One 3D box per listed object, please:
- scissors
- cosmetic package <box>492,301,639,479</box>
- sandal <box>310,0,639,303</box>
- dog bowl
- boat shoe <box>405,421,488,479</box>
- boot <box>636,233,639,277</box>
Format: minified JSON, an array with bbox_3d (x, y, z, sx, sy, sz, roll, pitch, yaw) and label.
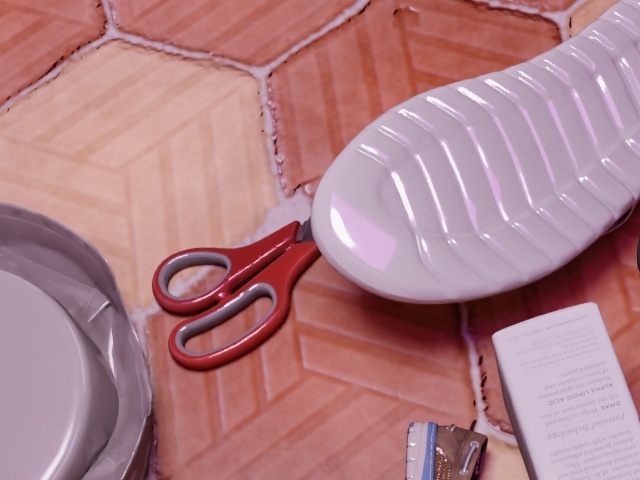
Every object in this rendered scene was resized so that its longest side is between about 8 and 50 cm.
[{"bbox_3d":[0.000,0.000,1.482,0.297,0.021,0.109,-29,57,-8],"label":"scissors"},{"bbox_3d":[0.191,0.172,1.286,0.085,0.117,0.231,-18,59,1],"label":"cosmetic package"},{"bbox_3d":[0.177,-0.061,1.444,0.416,0.102,0.169,-28,73,-21],"label":"sandal"},{"bbox_3d":[-0.286,0.141,1.401,0.348,0.102,0.349,-4,59,7],"label":"dog bowl"},{"bbox_3d":[0.092,0.210,1.311,0.066,0.066,0.183,-2,60,8],"label":"boat shoe"},{"bbox_3d":[0.337,0.056,1.255,0.161,0.083,0.246,-22,60,-9],"label":"boot"}]
